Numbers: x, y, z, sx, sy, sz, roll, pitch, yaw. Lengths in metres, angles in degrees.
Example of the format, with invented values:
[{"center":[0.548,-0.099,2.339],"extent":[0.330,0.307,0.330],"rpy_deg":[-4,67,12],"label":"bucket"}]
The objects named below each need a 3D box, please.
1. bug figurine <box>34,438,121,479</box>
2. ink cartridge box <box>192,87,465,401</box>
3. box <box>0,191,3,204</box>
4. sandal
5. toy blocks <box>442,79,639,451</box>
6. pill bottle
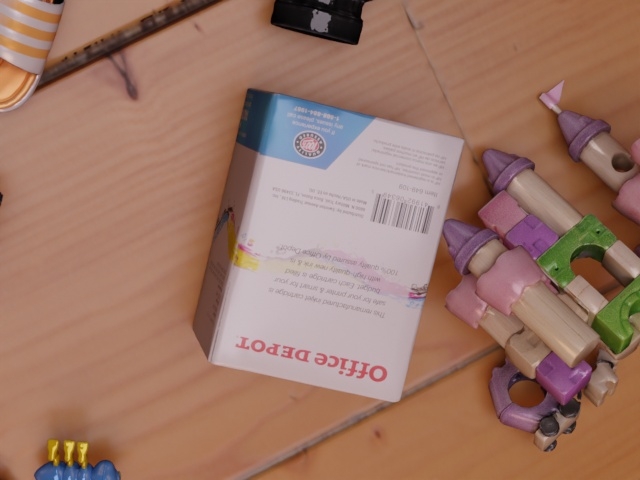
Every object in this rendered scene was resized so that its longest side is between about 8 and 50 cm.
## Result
[{"center":[-0.311,0.335,1.655],"extent":[0.216,0.072,0.279],"rpy_deg":[8,90,1],"label":"bug figurine"},{"center":[0.000,0.000,1.615],"extent":[0.198,0.197,0.270],"rpy_deg":[13,95,-12],"label":"ink cartridge box"},{"center":[-0.472,0.012,1.564],"extent":[0.270,0.060,0.216],"rpy_deg":[17,119,-11],"label":"box"},{"center":[-0.297,-0.258,1.569],"extent":[0.102,0.076,0.265],"rpy_deg":[19,93,-11],"label":"sandal"},{"center":[0.247,0.007,1.677],"extent":[0.288,0.309,0.260],"rpy_deg":[-41,69,-15],"label":"toy blocks"},{"center":[0.019,-0.315,1.617],"extent":[0.123,0.123,0.219],"rpy_deg":[13,94,-11],"label":"pill bottle"}]
